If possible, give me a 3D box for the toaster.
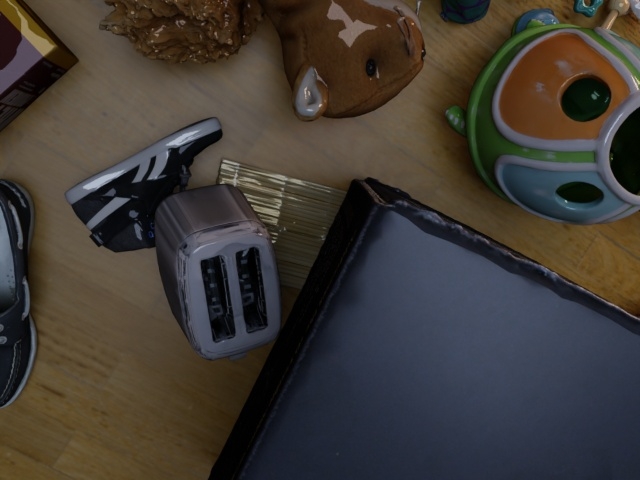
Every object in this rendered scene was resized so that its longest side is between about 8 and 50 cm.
[{"bbox_3d":[-0.121,0.033,0.819,0.129,0.146,0.227,-13,118,-20],"label":"toaster"}]

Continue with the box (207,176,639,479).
[{"bbox_3d":[0.067,0.209,0.711,0.297,0.472,0.480,26,97,0],"label":"box"}]

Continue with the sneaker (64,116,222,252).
[{"bbox_3d":[-0.202,-0.061,0.871,0.217,0.079,0.121,-27,104,4],"label":"sneaker"}]

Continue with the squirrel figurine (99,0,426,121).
[{"bbox_3d":[-0.052,-0.321,0.794,0.397,0.281,0.370,-8,110,6],"label":"squirrel figurine"}]

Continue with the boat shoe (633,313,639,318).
[{"bbox_3d":[0.533,0.107,1.009,0.257,0.095,0.095,0,84,-15],"label":"boat shoe"}]

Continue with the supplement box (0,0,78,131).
[{"bbox_3d":[-0.428,-0.222,0.780,0.194,0.129,0.191,-43,102,-1],"label":"supplement box"}]

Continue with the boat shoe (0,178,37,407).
[{"bbox_3d":[-0.417,0.075,0.842,0.114,0.091,0.302,0,98,-9],"label":"boat shoe"}]

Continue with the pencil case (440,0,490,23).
[{"bbox_3d":[0.185,-0.329,0.853,0.070,0.152,0.064,43,91,9],"label":"pencil case"}]

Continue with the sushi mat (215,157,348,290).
[{"bbox_3d":[0.000,0.000,0.935,0.317,0.019,0.151,14,96,-11],"label":"sushi mat"}]

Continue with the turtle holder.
[{"bbox_3d":[0.335,-0.112,0.856,0.243,0.227,0.320,-30,119,-9],"label":"turtle holder"}]

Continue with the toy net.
[{"bbox_3d":[0.375,-0.333,0.940,0.232,0.045,0.122,-15,98,-8],"label":"toy net"}]
